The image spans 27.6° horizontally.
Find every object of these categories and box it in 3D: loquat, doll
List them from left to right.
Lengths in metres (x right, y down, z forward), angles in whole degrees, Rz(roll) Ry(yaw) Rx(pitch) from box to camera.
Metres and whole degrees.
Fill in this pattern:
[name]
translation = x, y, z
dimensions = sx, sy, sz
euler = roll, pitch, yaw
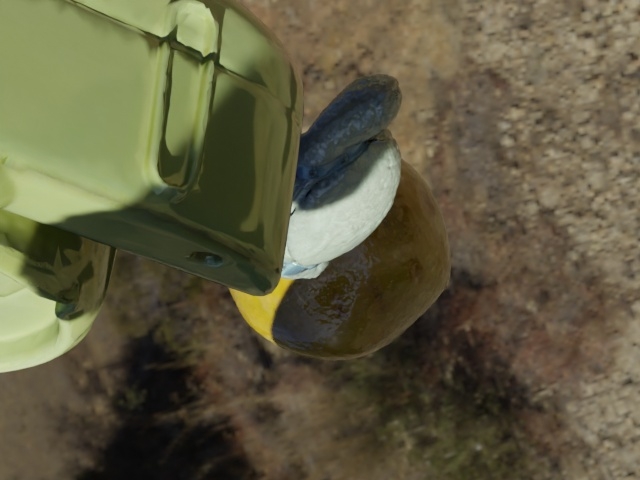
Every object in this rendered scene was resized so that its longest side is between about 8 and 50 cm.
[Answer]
[loquat]
translation = 0.000, 0.000, 1.210
dimensions = 0.213, 0.246, 0.213
euler = -21, 58, 39
[doll]
translation = 0.008, -0.034, 0.948
dimensions = 0.071, 0.103, 0.214
euler = 46, 144, 17

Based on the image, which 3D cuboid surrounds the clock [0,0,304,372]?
[clock]
translation = -0.202, -0.030, 0.534
dimensions = 0.348, 0.286, 0.117
euler = -22, 56, 49
